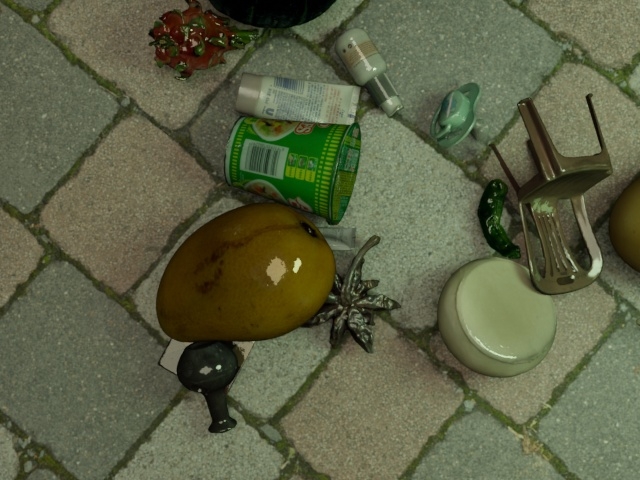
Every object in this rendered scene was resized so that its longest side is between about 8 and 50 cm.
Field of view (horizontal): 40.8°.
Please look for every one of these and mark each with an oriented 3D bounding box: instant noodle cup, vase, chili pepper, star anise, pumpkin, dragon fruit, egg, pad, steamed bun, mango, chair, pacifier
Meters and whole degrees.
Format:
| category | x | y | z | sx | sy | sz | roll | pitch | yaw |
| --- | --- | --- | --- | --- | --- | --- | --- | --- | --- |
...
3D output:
| category | x | y | z | sx | sy | sz | roll | pitch | yaw |
| --- | --- | --- | --- | --- | --- | --- | --- | --- | --- |
| instant noodle cup | -0.058 | -0.150 | 1.682 | 0.233 | 0.207 | 0.207 | 13 | 85 | 11 |
| vase | -0.210 | 0.288 | 1.683 | 0.120 | 0.120 | 0.183 | -13 | 100 | 2 |
| chili pepper | 0.347 | -0.035 | 1.689 | 0.073 | 0.050 | 0.182 | -26 | 57 | 29 |
| star anise | 0.056 | 0.106 | 1.694 | 0.209 | 0.089 | 0.231 | -1 | 93 | -2 |
| pumpkin | -0.103 | -0.556 | 1.703 | 0.315 | 0.238 | 0.315 | 3 | 73 | -11 |
| dragon fruit | -0.237 | -0.416 | 1.752 | 0.236 | 0.135 | 0.137 | -26 | 84 | -21 |
| egg | 0.699 | -0.036 | 1.588 | 0.322 | 0.250 | 0.250 | -10 | 84 | 2 |
| pad | -0.208 | 0.186 | 1.744 | 0.158 | 0.003 | 0.235 | 28 | 86 | 6 |
| steamed bun | 0.326 | 0.152 | 1.640 | 0.232 | 0.145 | 0.231 | 7 | 65 | -15 |
| mango | -0.152 | 0.071 | 1.631 | 0.378 | 0.221 | 0.263 | -23 | 63 | 22 |
| chair | 0.449 | -0.083 | 1.600 | 0.176 | 0.183 | 0.326 | -9 | 70 | -24 |
| pacifier | 0.286 | -0.237 | 1.722 | 0.117 | 0.127 | 0.150 | 30 | 53 | -30 |

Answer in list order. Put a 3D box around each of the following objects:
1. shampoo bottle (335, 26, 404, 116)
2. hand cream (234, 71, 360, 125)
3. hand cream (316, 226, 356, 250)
| category | x | y | z | sx | sy | sz | roll | pitch | yaw |
| --- | --- | --- | --- | --- | --- | --- | --- | --- | --- |
| shampoo bottle | 0.104 | -0.337 | 1.744 | 0.074 | 0.074 | 0.192 | -32 | 85 | 0 |
| hand cream | -0.047 | -0.280 | 1.753 | 0.248 | 0.083 | 0.133 | 14 | 86 | -6 |
| hand cream | 0.000 | 0.000 | 1.722 | 0.142 | 0.084 | 0.053 | -1 | 121 | 5 |
